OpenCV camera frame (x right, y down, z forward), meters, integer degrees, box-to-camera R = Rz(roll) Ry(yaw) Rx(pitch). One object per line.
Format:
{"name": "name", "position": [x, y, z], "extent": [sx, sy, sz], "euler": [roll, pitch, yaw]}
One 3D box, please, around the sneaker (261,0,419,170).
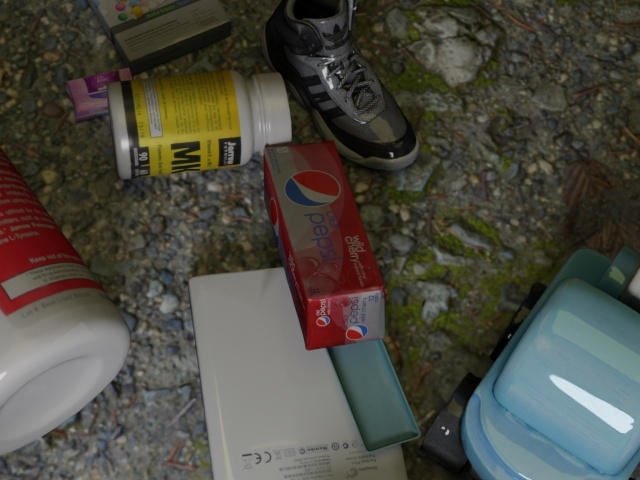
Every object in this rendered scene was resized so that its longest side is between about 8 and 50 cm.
{"name": "sneaker", "position": [0.025, -0.210, 1.721], "extent": [0.101, 0.153, 0.268], "euler": [-35, 72, -20]}

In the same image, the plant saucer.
{"name": "plant saucer", "position": [0.047, 0.144, 1.576], "extent": [0.067, 0.018, 0.192], "euler": [-16, 65, -14]}

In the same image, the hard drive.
{"name": "hard drive", "position": [-0.025, 0.181, 1.583], "extent": [0.210, 0.040, 0.318], "euler": [-6, 64, -9]}

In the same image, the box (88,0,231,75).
{"name": "box", "position": [-0.221, -0.316, 1.815], "extent": [0.145, 0.038, 0.186], "euler": [-24, 67, -17]}

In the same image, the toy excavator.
{"name": "toy excavator", "position": [0.327, 0.070, 1.448], "extent": [0.222, 0.445, 0.433], "euler": [34, 65, 11]}

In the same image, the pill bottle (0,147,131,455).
{"name": "pill bottle", "position": [-0.404, 0.014, 1.524], "extent": [0.229, 0.229, 0.407], "euler": [-32, 71, -19]}

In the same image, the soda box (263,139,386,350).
{"name": "soda box", "position": [0.000, 0.000, 1.605], "extent": [0.092, 0.083, 0.263], "euler": [-8, 43, -10]}

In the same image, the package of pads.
{"name": "package of pads", "position": [-0.270, -0.181, 1.745], "extent": [0.083, 0.032, 0.050], "euler": [-15, 67, -13]}

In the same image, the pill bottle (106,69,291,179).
{"name": "pill bottle", "position": [-0.146, -0.142, 1.689], "extent": [0.209, 0.119, 0.119], "euler": [-8, 64, -9]}
